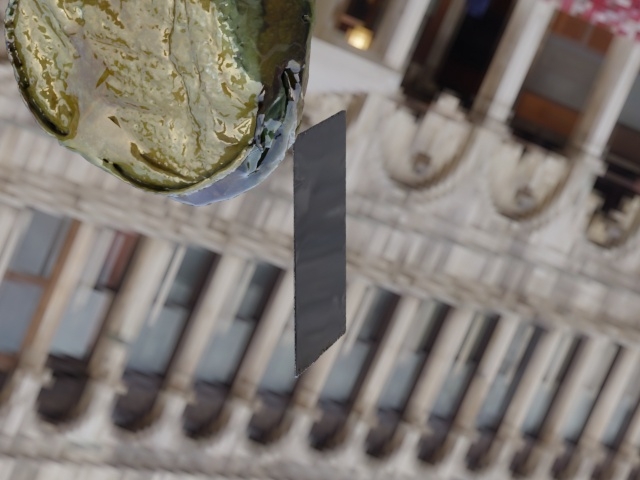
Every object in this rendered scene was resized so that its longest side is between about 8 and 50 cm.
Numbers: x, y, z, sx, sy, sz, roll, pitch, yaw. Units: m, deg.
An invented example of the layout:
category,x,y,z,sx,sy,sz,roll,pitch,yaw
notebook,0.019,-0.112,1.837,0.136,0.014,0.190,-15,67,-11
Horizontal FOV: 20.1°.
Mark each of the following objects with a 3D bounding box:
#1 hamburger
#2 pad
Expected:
category,x,y,z,sx,sy,sz,roll,pitch,yaw
hamburger,-0.133,-0.168,1.518,0.265,0.285,0.134,26,-150,20
pad,-0.001,0.000,2.248,0.005,0.300,0.202,4,-165,19
